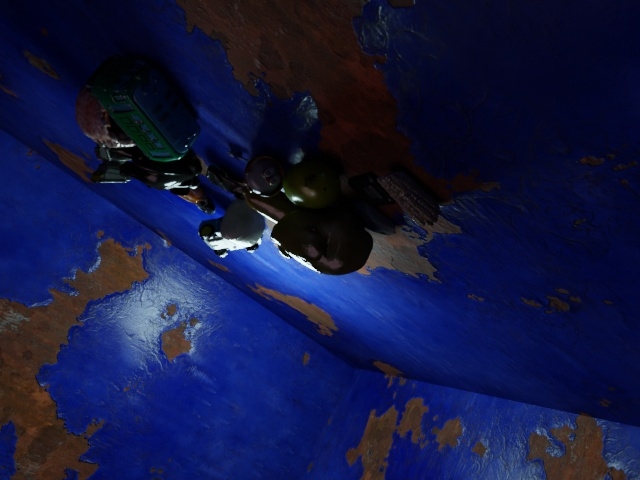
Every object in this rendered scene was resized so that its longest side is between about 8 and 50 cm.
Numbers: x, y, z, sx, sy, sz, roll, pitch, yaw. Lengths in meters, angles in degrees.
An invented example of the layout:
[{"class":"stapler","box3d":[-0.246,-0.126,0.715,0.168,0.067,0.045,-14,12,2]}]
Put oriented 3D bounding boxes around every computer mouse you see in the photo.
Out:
[{"class":"computer mouse","box3d":[0.176,-0.062,1.579,0.182,0.056,0.089,35,163,-13]}]

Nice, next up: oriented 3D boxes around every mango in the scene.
[{"class":"mango","box3d":[-0.034,-0.169,1.505,0.175,0.143,0.293,26,170,-10]}]

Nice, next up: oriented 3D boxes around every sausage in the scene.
[{"class":"sausage","box3d":[-0.651,-0.258,2.160,0.312,0.093,0.093,31,159,-2]},{"class":"sausage","box3d":[-0.064,-0.074,1.751,0.501,0.123,0.136,29,-167,5]}]

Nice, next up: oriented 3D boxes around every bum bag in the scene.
[{"class":"bum bag","box3d":[-0.342,-0.216,1.895,0.248,0.060,0.123,29,158,0]}]

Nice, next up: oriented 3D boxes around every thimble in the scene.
[{"class":"thimble","box3d":[-0.712,-0.440,1.645,0.162,0.239,0.239,17,155,32]}]

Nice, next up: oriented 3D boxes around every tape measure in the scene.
[{"class":"tape measure","box3d":[-0.553,-0.164,2.291,0.094,0.054,0.091,28,165,12]}]

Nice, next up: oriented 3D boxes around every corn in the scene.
[{"class":"corn","box3d":[0.249,-0.125,1.318,0.211,0.087,0.087,44,156,-17]}]

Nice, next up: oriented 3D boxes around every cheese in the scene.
[{"class":"cheese","box3d":[-0.325,-0.066,2.041,0.154,0.198,0.189,17,165,24]}]

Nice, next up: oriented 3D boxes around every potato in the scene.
[{"class":"potato","box3d":[0.001,-0.003,1.583,0.351,0.202,0.218,3,121,18]}]

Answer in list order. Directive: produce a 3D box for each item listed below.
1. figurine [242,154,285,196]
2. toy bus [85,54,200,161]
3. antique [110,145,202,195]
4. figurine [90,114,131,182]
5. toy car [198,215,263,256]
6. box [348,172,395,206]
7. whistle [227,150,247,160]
[{"class":"figurine","box3d":[-0.206,-0.216,1.609,0.143,0.143,0.271,42,157,-27]},{"class":"toy bus","box3d":[-0.551,-0.419,1.543,0.200,0.183,0.343,13,154,30]},{"class":"antique","box3d":[-0.634,-0.288,1.888,0.255,0.185,0.322,15,-171,14]},{"class":"figurine","box3d":[-0.837,-0.381,1.909,0.167,0.284,0.342,-1,-164,-31]},{"class":"toy car","box3d":[-0.419,-0.045,2.254,0.314,0.165,0.198,-10,147,15]},{"class":"box","box3d":[0.155,-0.150,1.445,0.126,0.027,0.125,41,157,-24]},{"class":"whistle","box3d":[-0.296,-0.301,1.694,0.083,0.029,0.033,27,-164,21]}]
